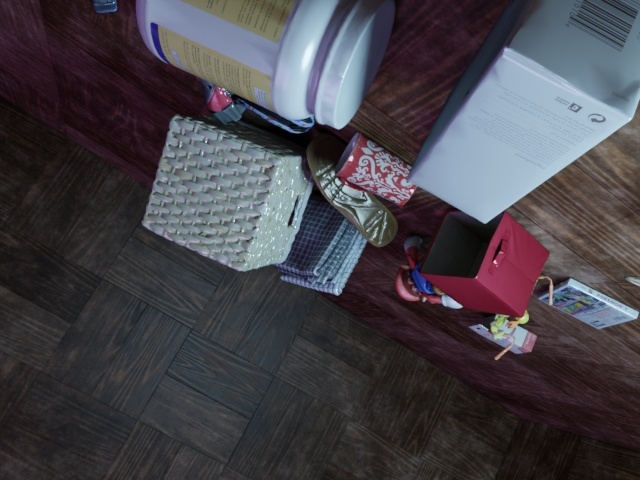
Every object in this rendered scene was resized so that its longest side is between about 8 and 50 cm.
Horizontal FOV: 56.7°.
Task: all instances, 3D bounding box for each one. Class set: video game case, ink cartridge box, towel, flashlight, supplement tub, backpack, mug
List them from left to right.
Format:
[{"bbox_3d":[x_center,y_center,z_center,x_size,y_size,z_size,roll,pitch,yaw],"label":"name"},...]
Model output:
[{"bbox_3d":[-0.282,-0.397,1.338,0.304,0.103,0.103,46,-161,-40],"label":"flashlight"},{"bbox_3d":[-0.079,-0.330,0.904,0.332,0.241,0.241,27,165,9],"label":"supplement tub"},{"bbox_3d":[-0.078,-0.305,1.217,0.173,0.116,0.158,33,164,-12],"label":"backpack"},{"bbox_3d":[0.000,0.000,1.751,0.235,0.283,0.121,14,158,42],"label":"towel"},{"bbox_3d":[0.130,-0.159,1.364,0.169,0.113,0.150,27,180,-9],"label":"mug"},{"bbox_3d":[0.629,0.316,2.058,0.198,0.067,0.115,28,165,-1],"label":"ink cartridge box"},{"bbox_3d":[0.691,0.168,1.550,0.184,0.023,0.201,27,166,6],"label":"video game case"}]

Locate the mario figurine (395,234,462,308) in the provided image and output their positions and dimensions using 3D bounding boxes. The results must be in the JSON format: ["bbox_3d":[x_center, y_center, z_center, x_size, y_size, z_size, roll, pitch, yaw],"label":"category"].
[{"bbox_3d":[0.320,0.084,1.672,0.170,0.197,0.320,10,173,-5],"label":"mario figurine"}]

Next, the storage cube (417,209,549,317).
[{"bbox_3d":[0.387,0.051,1.413,0.193,0.183,0.215,36,163,-27],"label":"storage cube"}]

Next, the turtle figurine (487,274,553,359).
[{"bbox_3d":[0.473,0.167,1.587,0.087,0.269,0.217,3,-150,-42],"label":"turtle figurine"}]

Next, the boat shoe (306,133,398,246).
[{"bbox_3d":[0.067,-0.129,1.509,0.342,0.123,0.123,48,176,-26],"label":"boat shoe"}]

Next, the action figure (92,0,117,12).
[{"bbox_3d":[-0.231,-0.476,0.750,0.179,0.341,0.330,-7,-177,-17],"label":"action figure"}]

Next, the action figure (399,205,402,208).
[{"bbox_3d":[0.169,-0.128,1.521,0.115,0.030,0.038,33,160,3],"label":"action figure"}]

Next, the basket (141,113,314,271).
[{"bbox_3d":[-0.222,-0.124,1.519,0.332,0.328,0.266,24,-165,13],"label":"basket"}]

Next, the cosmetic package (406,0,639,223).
[{"bbox_3d":[0.267,-0.192,0.788,0.156,0.217,0.385,29,163,0],"label":"cosmetic package"}]

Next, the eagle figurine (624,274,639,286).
[{"bbox_3d":[0.634,-0.009,0.856,0.227,0.225,0.298,-7,133,-13],"label":"eagle figurine"}]
